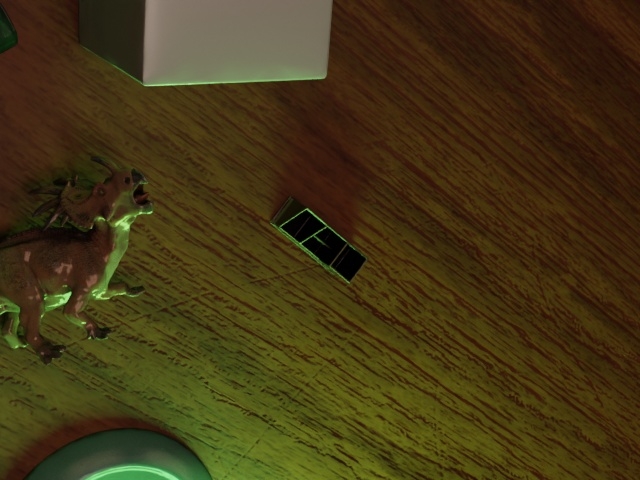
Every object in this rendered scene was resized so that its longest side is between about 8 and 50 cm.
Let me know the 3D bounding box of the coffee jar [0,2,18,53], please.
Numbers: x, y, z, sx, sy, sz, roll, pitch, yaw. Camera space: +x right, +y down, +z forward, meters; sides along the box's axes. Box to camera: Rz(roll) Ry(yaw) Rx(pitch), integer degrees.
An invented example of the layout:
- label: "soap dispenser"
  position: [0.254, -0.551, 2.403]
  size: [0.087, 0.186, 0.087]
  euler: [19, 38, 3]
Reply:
- label: "coffee jar"
  position: [-0.434, -0.213, 1.626]
  size: [0.184, 0.079, 0.096]
  euler: [-36, 120, -13]

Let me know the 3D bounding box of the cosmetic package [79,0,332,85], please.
- label: "cosmetic package"
  position: [-0.135, -0.267, 1.683]
  size: [0.224, 0.224, 0.138]
  euler: [-5, 109, -26]

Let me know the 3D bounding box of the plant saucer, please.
- label: "plant saucer"
  position: [-0.271, 0.405, 1.944]
  size: [0.317, 0.043, 0.318]
  euler: [-8, 108, -24]

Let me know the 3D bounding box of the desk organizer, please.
- label: "desk organizer"
  position: [0.000, 0.000, 1.952]
  size: [0.130, 0.050, 0.047]
  euler: [39, 86, -33]

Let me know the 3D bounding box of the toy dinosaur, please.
- label: "toy dinosaur"
  position: [-0.326, 0.024, 1.750]
  size: [0.295, 0.127, 0.200]
  euler: [-23, 110, -6]
